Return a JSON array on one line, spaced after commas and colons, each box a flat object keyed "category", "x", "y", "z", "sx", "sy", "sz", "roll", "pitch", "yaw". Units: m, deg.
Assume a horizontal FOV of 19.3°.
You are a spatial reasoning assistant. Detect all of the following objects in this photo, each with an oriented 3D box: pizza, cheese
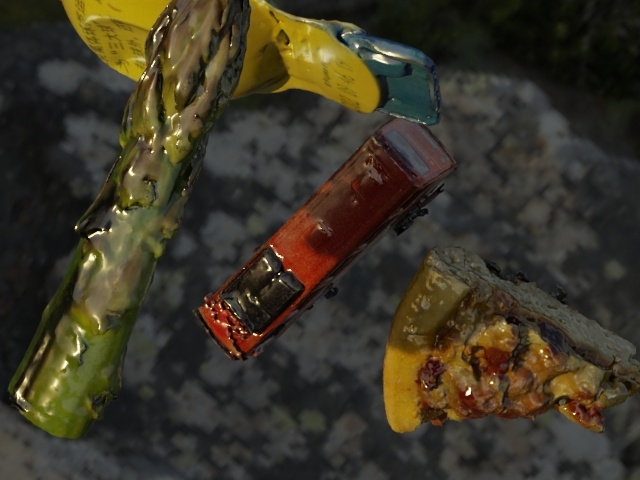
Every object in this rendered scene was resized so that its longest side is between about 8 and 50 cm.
[{"category": "pizza", "x": 0.141, "y": 0.091, "z": 1.320, "sx": 0.194, "sy": 0.154, "sz": 0.069, "roll": 9, "pitch": 26, "yaw": -7}, {"category": "cheese", "x": -0.055, "y": -0.125, "z": 1.123, "sx": 0.270, "sy": 0.177, "sz": 0.069, "roll": 20, "pitch": 70, "yaw": 15}]

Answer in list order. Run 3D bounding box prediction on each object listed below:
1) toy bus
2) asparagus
[{"category": "toy bus", "x": 0.000, "y": 0.000, "z": 1.398, "sx": 0.073, "sy": 0.235, "sz": 0.096, "roll": 49, "pitch": 28, "yaw": 7}, {"category": "asparagus", "x": -0.056, "y": -0.017, "z": 0.582, "sx": 0.030, "sy": 0.165, "sz": 0.036, "roll": 15, "pitch": 12, "yaw": -30}]
